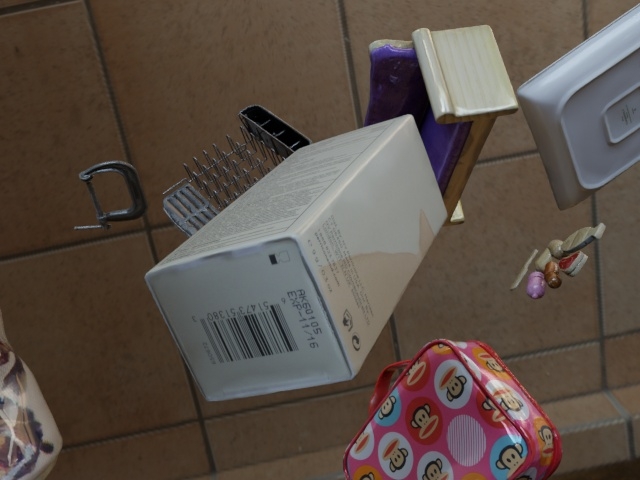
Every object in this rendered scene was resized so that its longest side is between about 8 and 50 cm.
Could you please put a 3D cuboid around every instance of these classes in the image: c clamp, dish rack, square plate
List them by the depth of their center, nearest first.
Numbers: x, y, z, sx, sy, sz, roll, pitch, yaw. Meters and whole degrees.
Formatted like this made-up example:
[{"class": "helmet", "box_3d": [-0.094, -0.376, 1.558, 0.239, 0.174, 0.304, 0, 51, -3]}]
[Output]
[{"class": "c clamp", "box_3d": [-0.371, -0.073, 1.371, 0.137, 0.022, 0.161, -2, 136, -5]}, {"class": "dish rack", "box_3d": [-0.159, -0.116, 1.443, 0.271, 0.208, 0.074, -38, 136, -15]}, {"class": "square plate", "box_3d": [0.557, -0.247, 1.475, 0.344, 0.049, 0.347, -34, 134, 2]}]

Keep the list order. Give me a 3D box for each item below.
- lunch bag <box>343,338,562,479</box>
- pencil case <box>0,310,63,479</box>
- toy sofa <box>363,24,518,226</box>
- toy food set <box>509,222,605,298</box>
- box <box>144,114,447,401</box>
[{"class": "lunch bag", "box_3d": [0.158, 0.284, 1.099, 0.120, 0.258, 0.293, 8, 125, -45]}, {"class": "pencil case", "box_3d": [-0.235, -0.050, 0.319, 0.159, 0.183, 0.411, -17, 95, -15]}, {"class": "toy sofa", "box_3d": [0.157, -0.153, 1.220, 0.177, 0.363, 0.150, -8, 65, -8]}, {"class": "toy food set", "box_3d": [0.242, 0.027, 0.811, 0.019, 0.122, 0.078, 38, 73, -6]}, {"class": "box", "box_3d": [0.000, 0.000, 0.710, 0.147, 0.311, 0.121, -14, 107, 29]}]
